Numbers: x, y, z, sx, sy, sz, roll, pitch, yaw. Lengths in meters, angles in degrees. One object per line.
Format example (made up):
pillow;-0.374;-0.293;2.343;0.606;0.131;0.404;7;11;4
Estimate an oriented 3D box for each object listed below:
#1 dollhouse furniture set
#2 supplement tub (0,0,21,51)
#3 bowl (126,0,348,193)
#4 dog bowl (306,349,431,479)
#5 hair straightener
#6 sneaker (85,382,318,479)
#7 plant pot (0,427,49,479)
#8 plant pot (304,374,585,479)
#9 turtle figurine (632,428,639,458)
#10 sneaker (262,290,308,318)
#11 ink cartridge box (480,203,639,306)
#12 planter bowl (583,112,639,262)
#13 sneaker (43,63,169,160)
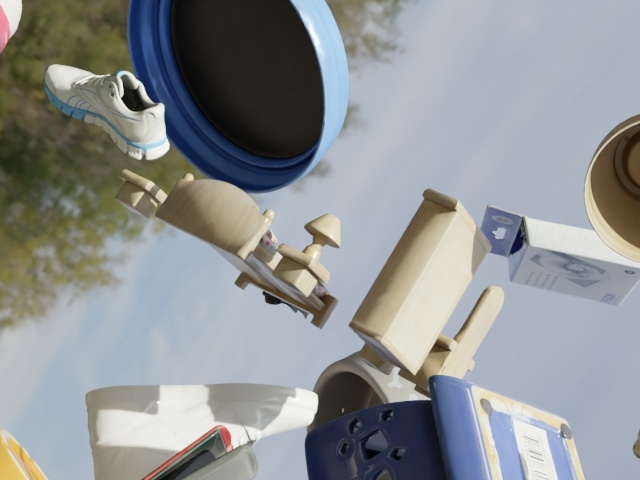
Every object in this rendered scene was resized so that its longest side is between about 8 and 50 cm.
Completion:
dollhouse furniture set;0.000;0.000;1.565;0.355;0.303;0.174;25;-103;34
supplement tub;-0.332;-0.096;0.864;0.272;0.191;0.191;-62;-163;-18
bowl;-0.120;-0.261;2.003;0.077;0.391;0.391;-32;176;-42
dog bowl;0.093;0.315;1.951;0.348;0.102;0.349;22;-65;59
hair straightener;-0.144;0.237;1.141;0.230;0.047;0.089;-28;-146;-29
sneaker;-0.141;0.267;1.696;0.108;0.292;0.169;120;-33;-64
plant pot;-0.381;0.306;1.462;0.188;0.205;0.205;-36;-165;-6
plant pot;0.145;0.277;1.390;0.212;0.236;0.236;-37;-133;33
turtle figurine;0.342;0.228;1.111;0.266;0.197;0.275;-55;-153;14
sneaker;-0.065;0.061;2.130;0.051;0.170;0.089;21;-90;39
ink cartridge box;0.323;0.026;1.879;0.223;0.224;0.045;80;24;-74
planter bowl;0.357;-0.068;1.436;0.162;0.162;0.109;-50;-174;23
sneaker;-0.252;-0.176;1.639;0.071;0.190;0.083;-39;151;-43
